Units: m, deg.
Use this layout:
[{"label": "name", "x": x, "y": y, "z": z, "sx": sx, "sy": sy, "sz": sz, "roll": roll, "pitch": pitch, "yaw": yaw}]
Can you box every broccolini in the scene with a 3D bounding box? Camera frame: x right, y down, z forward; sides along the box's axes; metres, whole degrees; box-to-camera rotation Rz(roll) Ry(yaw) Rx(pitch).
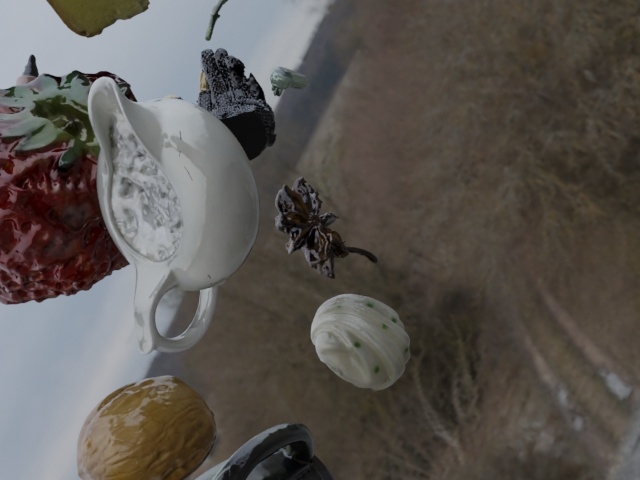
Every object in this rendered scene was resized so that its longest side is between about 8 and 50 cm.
[{"label": "broccolini", "x": -0.174, "y": -0.433, "z": 2.073, "sx": 0.194, "sy": 0.052, "sz": 0.054, "roll": -53, "pitch": -7, "yaw": -34}]

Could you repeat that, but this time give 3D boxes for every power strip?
[{"label": "power strip", "x": -0.045, "y": -0.205, "z": 1.457, "sx": 0.083, "sy": 0.055, "sz": 0.035, "roll": -35, "pitch": -33, "yaw": -73}]

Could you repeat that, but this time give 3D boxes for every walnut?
[{"label": "walnut", "x": -0.214, "y": 0.240, "z": 1.367, "sx": 0.180, "sy": 0.144, "sz": 0.144, "roll": -24, "pitch": -5, "yaw": -14}]

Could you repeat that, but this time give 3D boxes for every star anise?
[{"label": "star anise", "x": 0.003, "y": 0.001, "z": 1.883, "sx": 0.073, "sy": 0.234, "sz": 0.177, "roll": -36, "pitch": 17, "yaw": 32}]

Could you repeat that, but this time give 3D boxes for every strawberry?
[{"label": "strawberry", "x": -0.344, "y": -0.038, "z": 1.426, "sx": 0.292, "sy": 0.292, "sz": 0.310, "roll": -72, "pitch": -11, "yaw": -56}]

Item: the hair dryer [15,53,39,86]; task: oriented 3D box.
[{"label": "hair dryer", "x": -0.481, "y": -0.145, "z": 1.777, "sx": 0.189, "sy": 0.107, "sz": 0.344, "roll": 67, "pitch": -159, "yaw": -72}]

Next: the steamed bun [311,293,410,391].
[{"label": "steamed bun", "x": 0.076, "y": 0.163, "z": 1.916, "sx": 0.106, "sy": 0.183, "sz": 0.183, "roll": -52, "pitch": 12, "yaw": 35}]

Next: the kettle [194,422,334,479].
[{"label": "kettle", "x": -0.119, "y": 0.430, "z": 1.774, "sx": 0.324, "sy": 0.228, "sz": 0.321, "roll": -10, "pitch": -51, "yaw": -61}]

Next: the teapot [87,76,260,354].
[{"label": "teapot", "x": -0.160, "y": -0.027, "z": 1.202, "sx": 0.166, "sy": 0.208, "sz": 0.299, "roll": -15, "pitch": -78, "yaw": -58}]

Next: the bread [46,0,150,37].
[{"label": "bread", "x": -0.327, "y": -0.403, "z": 1.552, "sx": 0.160, "sy": 0.140, "sz": 0.169, "roll": 50, "pitch": -158, "yaw": -61}]

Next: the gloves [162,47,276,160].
[{"label": "gloves", "x": -0.131, "y": -0.173, "z": 1.470, "sx": 0.129, "sy": 0.106, "sz": 0.180, "roll": -35, "pitch": 30, "yaw": 14}]
